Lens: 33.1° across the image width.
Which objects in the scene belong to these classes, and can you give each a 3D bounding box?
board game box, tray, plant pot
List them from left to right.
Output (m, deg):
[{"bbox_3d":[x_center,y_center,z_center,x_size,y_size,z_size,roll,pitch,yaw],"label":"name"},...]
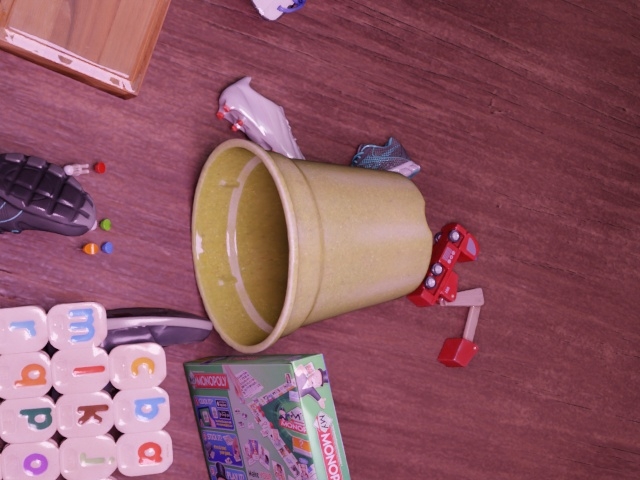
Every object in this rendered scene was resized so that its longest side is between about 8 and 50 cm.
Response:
[{"bbox_3d":[-0.274,-0.416,1.421,0.203,0.076,0.410,21,84,-24],"label":"tray"},{"bbox_3d":[-0.070,0.250,1.347,0.046,0.317,0.213,-12,91,-30],"label":"board game box"},{"bbox_3d":[0.000,0.000,1.445,0.254,0.276,0.276,-4,86,-32],"label":"plant pot"}]

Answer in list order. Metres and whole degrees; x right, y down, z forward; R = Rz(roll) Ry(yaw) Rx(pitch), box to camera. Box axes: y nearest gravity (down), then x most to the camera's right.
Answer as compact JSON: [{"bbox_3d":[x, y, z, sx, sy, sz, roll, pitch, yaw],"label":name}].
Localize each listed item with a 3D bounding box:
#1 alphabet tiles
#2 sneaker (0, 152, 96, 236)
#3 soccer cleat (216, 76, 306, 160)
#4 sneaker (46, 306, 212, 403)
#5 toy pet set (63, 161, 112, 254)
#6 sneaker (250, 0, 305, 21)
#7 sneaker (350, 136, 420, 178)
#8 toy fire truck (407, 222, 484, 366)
[{"bbox_3d":[-0.327,0.217,1.332,0.278,0.021,0.284,-5,99,-10],"label":"alphabet tiles"},{"bbox_3d":[-0.405,-0.054,1.306,0.267,0.106,0.101,19,35,-8],"label":"sneaker"},{"bbox_3d":[-0.063,-0.149,1.538,0.196,0.068,0.076,47,63,-13],"label":"soccer cleat"},{"bbox_3d":[-0.250,0.152,1.410,0.222,0.083,0.118,-1,96,-27],"label":"sneaker"},{"bbox_3d":[-0.335,-0.040,1.400,0.114,0.065,0.122,-4,89,-63],"label":"toy pet set"},{"bbox_3d":[-0.010,-0.395,1.521,0.316,0.127,0.182,13,118,6],"label":"sneaker"},{"bbox_3d":[0.066,-0.106,1.612,0.167,0.065,0.076,-20,78,-31],"label":"sneaker"},{"bbox_3d":[0.208,0.084,1.664,0.135,0.047,0.192,37,68,-20],"label":"toy fire truck"}]
